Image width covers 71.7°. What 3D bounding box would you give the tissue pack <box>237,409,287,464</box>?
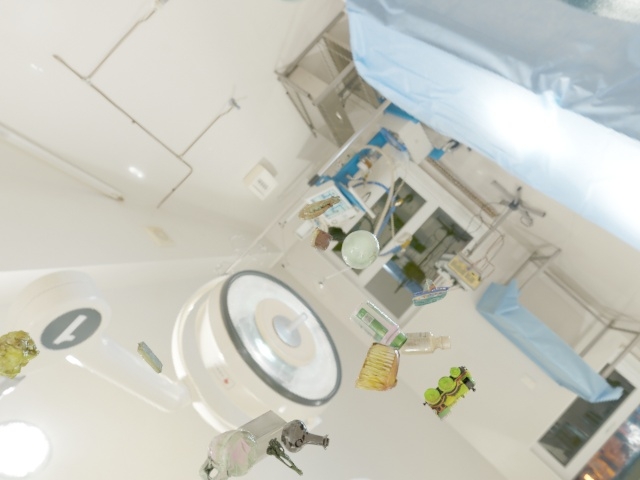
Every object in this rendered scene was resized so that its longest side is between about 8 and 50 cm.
[{"bbox_3d":[-0.310,1.049,2.363,0.135,0.160,0.246,16,-162,40],"label":"tissue pack"}]

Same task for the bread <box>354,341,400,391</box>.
[{"bbox_3d":[0.249,0.532,1.828,0.156,0.204,0.288,19,170,13],"label":"bread"}]

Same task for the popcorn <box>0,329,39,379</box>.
[{"bbox_3d":[-1.137,0.422,1.627,0.173,0.173,0.142,42,179,40],"label":"popcorn"}]

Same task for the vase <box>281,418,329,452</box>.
[{"bbox_3d":[-0.055,0.754,1.692,0.182,0.120,0.120,5,170,10],"label":"vase"}]

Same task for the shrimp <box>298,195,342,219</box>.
[{"bbox_3d":[-0.001,-0.124,1.667,0.099,0.180,0.041,44,156,61],"label":"shrimp"}]

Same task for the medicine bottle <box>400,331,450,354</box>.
[{"bbox_3d":[0.536,0.528,2.270,0.114,0.252,0.114,-6,-90,-73],"label":"medicine bottle"}]

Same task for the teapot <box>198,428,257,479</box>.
[{"bbox_3d":[-0.361,0.853,1.726,0.178,0.222,0.163,-17,138,44],"label":"teapot"}]

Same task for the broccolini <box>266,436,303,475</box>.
[{"bbox_3d":[-0.158,0.958,1.942,0.201,0.074,0.058,45,163,3],"label":"broccolini"}]

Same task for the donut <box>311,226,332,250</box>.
[{"bbox_3d":[0.005,0.000,2.811,0.144,0.126,0.186,20,173,-8],"label":"donut"}]

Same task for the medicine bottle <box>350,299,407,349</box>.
[{"bbox_3d":[0.286,0.421,2.150,0.274,0.133,0.133,38,177,23],"label":"medicine bottle"}]

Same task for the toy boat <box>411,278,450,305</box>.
[{"bbox_3d":[0.481,0.217,1.947,0.091,0.174,0.110,57,-160,-59],"label":"toy boat"}]

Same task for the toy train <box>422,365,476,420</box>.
[{"bbox_3d":[0.666,0.776,2.272,0.160,0.296,0.100,44,172,47],"label":"toy train"}]

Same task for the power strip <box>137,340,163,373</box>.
[{"bbox_3d":[-0.761,0.516,1.968,0.169,0.028,0.076,60,174,-21],"label":"power strip"}]

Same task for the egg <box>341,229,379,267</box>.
[{"bbox_3d":[0.195,0.050,2.190,0.183,0.183,0.264,43,163,9],"label":"egg"}]
